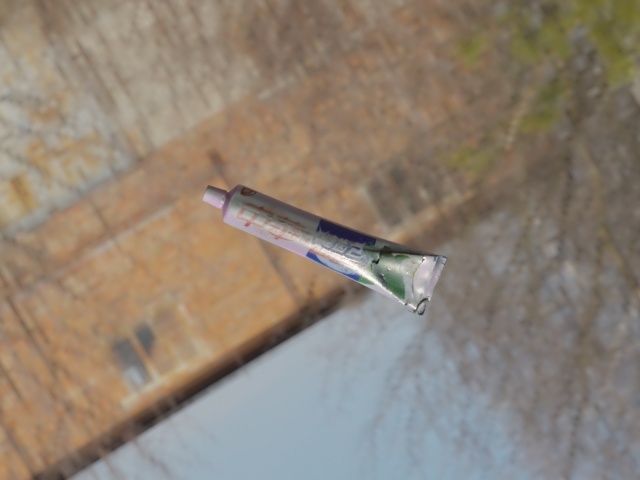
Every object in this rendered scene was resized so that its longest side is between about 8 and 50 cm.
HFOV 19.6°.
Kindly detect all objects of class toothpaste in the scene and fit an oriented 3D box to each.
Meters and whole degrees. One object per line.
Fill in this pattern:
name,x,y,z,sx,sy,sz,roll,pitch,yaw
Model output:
toothpaste,0.000,0.000,1.260,0.028,0.170,0.045,-75,-172,-83
